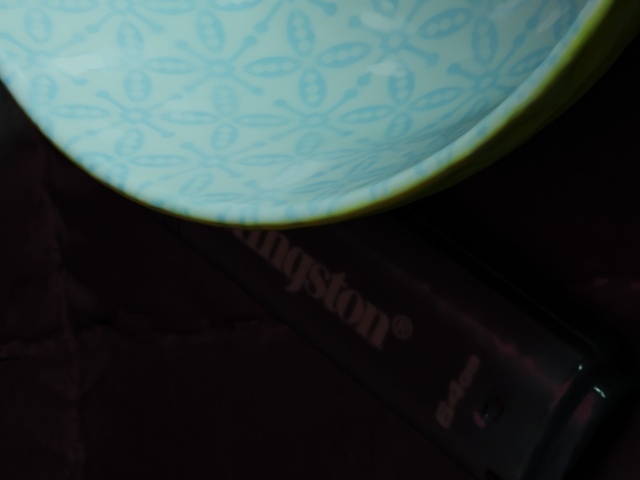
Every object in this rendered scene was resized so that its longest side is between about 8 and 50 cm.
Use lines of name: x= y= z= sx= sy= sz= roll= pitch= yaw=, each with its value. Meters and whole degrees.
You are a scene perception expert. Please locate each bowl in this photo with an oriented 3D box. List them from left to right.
bowl: x=0.022 y=-0.149 z=0.522 sx=0.289 sy=0.156 sz=0.289 roll=1 pitch=92 yaw=35

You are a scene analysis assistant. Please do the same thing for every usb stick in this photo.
usb stick: x=0.000 y=0.000 z=0.609 sx=0.278 sy=0.045 sz=0.077 roll=37 pitch=110 yaw=27
